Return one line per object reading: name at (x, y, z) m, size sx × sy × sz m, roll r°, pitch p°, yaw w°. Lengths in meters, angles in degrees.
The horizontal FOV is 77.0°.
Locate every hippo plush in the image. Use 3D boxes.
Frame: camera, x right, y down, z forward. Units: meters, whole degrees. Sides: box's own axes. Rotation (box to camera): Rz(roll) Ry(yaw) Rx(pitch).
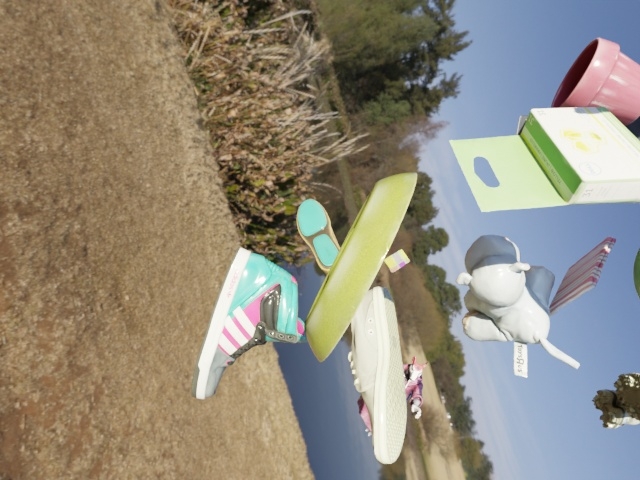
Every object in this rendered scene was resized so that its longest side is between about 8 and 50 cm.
hippo plush at (0.395, 0.126, 0.927) m, size 0.236 × 0.234 × 0.294 m, roll 43°, pitch 41°, yaw -25°

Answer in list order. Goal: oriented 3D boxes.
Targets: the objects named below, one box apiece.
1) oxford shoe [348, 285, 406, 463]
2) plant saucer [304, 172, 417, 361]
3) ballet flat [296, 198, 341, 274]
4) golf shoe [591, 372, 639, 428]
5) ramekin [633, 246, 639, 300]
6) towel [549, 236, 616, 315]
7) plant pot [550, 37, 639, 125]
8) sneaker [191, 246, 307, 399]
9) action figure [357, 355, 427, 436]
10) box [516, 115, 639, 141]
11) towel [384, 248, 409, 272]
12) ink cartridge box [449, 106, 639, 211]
oxford shoe at (0.141, 0.336, 1.062) m, size 0.169 × 0.130 × 0.449 m, roll 50°, pitch 32°, yaw -49°
plant saucer at (0.038, 0.022, 0.471) m, size 0.240 × 0.037 × 0.241 m, roll -63°, pitch 179°, yaw -2°
ballet flat at (0.000, 0.000, 0.940) m, size 0.073 × 0.080 × 0.232 m, roll 64°, pitch 4°, yaw -48°
golf shoe at (0.482, 0.233, 0.591) m, size 0.176 × 0.086 × 0.069 m, roll 75°, pitch 10°, yaw -61°
ramekin at (0.773, 0.077, 0.736) m, size 0.148 × 0.304 × 0.303 m, roll -15°, pitch 92°, yaw -59°
towel at (0.616, 0.087, 0.945) m, size 0.197 × 0.029 × 0.144 m, roll -41°, pitch 160°, yaw -33°
plant pot at (0.747, -0.394, 1.053) m, size 0.201 × 0.180 × 0.201 m, roll -62°, pitch 172°, yaw -15°
sneaker at (-0.117, 0.175, 0.746) m, size 0.124 × 0.179 × 0.295 m, roll -108°, pitch -142°, yaw -77°
action figure at (0.308, 0.591, 1.555) m, size 0.276 × 0.370 × 0.248 m, roll 9°, pitch 32°, yaw -49°
box at (0.855, -0.291, 1.336) m, size 0.313 × 0.343 × 0.178 m, roll 2°, pitch 97°, yaw -53°
towel at (0.288, 0.078, 1.525) m, size 0.060 × 0.083 × 0.009 m, roll 57°, pitch 10°, yaw 9°
ink cartridge box at (0.330, -0.123, 0.583) m, size 0.056 × 0.235 × 0.171 m, roll 91°, pitch -4°, yaw -49°
